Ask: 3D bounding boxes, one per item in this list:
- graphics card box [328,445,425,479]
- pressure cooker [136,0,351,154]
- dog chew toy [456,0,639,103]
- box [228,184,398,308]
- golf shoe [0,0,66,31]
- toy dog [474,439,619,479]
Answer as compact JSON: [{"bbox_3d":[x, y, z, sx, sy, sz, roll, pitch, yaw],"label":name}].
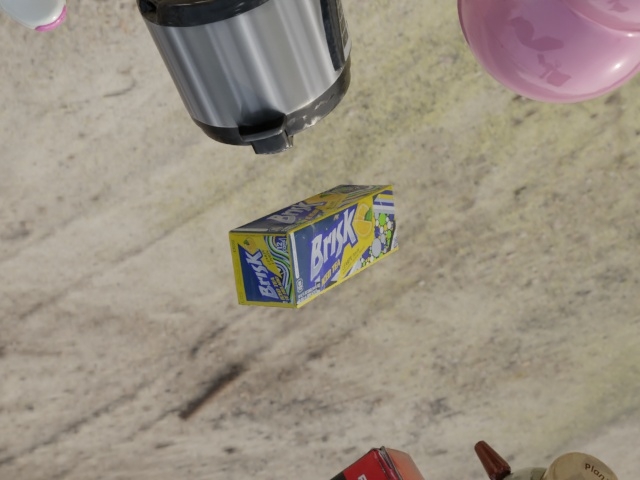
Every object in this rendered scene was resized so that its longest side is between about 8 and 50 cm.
[{"bbox_3d":[-0.036,0.337,0.625,0.371,0.232,0.094,-37,155,8],"label":"graphics card box"},{"bbox_3d":[-0.134,-0.396,1.865,0.370,0.376,0.420,-44,136,-25],"label":"pressure cooker"},{"bbox_3d":[0.262,-0.262,0.824,0.207,0.206,0.332,-3,162,-22],"label":"dog chew toy"},{"bbox_3d":[0.000,0.000,0.725,0.054,0.059,0.169,1,-165,30],"label":"box"},{"bbox_3d":[-0.527,-0.476,1.502,0.115,0.306,0.140,-37,177,-7],"label":"golf shoe"},{"bbox_3d":[0.163,0.316,0.934,0.334,0.161,0.220,-18,139,-53],"label":"toy dog"}]
